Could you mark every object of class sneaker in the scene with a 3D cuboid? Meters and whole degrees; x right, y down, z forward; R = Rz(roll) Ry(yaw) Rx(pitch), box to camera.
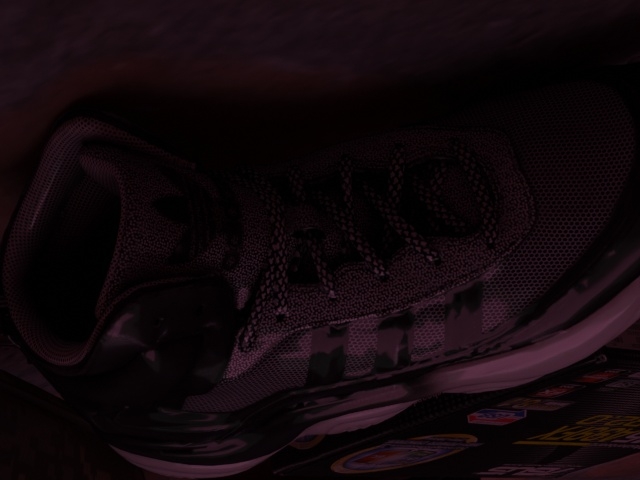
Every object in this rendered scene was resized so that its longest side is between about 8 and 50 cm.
[{"bbox_3d":[0.000,0.000,0.633,0.269,0.101,0.153,-26,151,22],"label":"sneaker"}]

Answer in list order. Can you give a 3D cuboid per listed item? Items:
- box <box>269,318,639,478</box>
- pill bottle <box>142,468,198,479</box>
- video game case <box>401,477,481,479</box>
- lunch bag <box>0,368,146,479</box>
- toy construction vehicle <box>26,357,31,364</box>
[{"bbox_3d":[0.134,0.077,1.031,0.216,0.060,0.270,-24,158,36],"label":"box"},{"bbox_3d":[-0.208,0.236,1.156,0.283,0.161,0.161,-15,163,11],"label":"pill bottle"},{"bbox_3d":[-0.041,0.249,1.342,0.248,0.035,0.275,-22,-176,32],"label":"video game case"},{"bbox_3d":[-0.243,0.141,0.755,0.256,0.212,0.305,1,164,19],"label":"lunch bag"},{"bbox_3d":[-0.084,0.025,0.785,0.086,0.035,0.098,-13,161,-15],"label":"toy construction vehicle"}]
